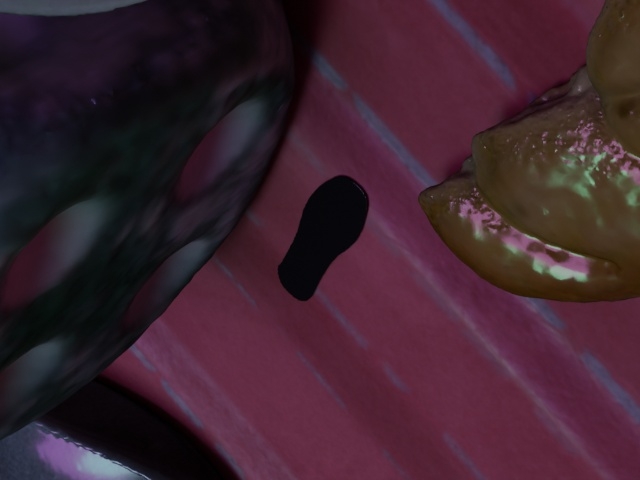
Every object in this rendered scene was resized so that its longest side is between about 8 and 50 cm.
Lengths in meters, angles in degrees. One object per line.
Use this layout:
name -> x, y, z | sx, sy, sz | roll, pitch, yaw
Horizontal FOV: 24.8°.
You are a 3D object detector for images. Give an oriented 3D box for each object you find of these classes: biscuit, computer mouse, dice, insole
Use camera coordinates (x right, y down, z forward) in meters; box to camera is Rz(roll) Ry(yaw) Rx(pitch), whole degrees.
biscuit -> 0.168, -0.045, 0.777 | 0.154, 0.045, 0.299 | 45, 141, 7
computer mouse -> -0.229, 0.212, 1.304 | 0.374, 0.114, 0.203 | 23, 132, 30
dice -> -0.246, -0.083, 0.919 | 0.330, 0.348, 0.328 | 41, 138, 13
insole -> 0.000, 0.000, 1.007 | 0.045, 0.002, 0.135 | 44, 140, 12

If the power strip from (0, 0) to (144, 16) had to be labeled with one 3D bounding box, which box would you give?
power strip -> -0.132, -0.273, 0.662 | 0.357, 0.161, 0.358 | -4, 127, -5
